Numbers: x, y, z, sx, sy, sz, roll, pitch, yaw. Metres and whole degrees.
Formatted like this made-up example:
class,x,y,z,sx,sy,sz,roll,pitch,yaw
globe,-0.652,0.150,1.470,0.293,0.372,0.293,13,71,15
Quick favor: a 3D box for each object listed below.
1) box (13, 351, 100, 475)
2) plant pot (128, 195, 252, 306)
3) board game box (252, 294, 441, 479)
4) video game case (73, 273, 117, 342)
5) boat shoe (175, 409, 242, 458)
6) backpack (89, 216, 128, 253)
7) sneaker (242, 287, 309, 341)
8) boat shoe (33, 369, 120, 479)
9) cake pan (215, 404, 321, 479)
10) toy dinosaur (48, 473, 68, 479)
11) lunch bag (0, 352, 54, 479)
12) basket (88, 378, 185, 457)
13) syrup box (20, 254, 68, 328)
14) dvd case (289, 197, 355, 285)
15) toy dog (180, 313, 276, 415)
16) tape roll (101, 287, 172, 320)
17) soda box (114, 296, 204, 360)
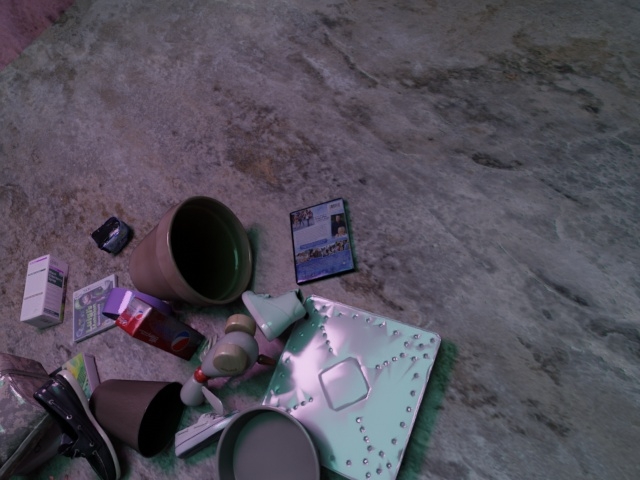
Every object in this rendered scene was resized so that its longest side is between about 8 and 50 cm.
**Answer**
class,x,y,z,sx,sy,sz,roll,pitch,yaw
box,-0.821,0.529,1.542,0.322,0.058,0.232,-34,57,1
plant pot,-0.415,0.059,1.503,0.280,0.323,0.323,-17,58,31
board game box,0.066,0.369,1.276,0.389,0.050,0.390,14,70,28
video game case,-0.763,0.228,1.697,0.173,0.022,0.190,-24,58,9
boat shoe,-0.300,0.497,1.335,0.226,0.083,0.076,-30,58,6
backpack,-0.738,-0.021,1.780,0.114,0.084,0.105,-48,56,-3
sneaker,-0.124,0.181,1.406,0.151,0.094,0.256,-32,26,-13
boat shoe,-0.660,0.524,1.347,0.127,0.113,0.340,-12,102,40
cake pan,-0.123,0.549,1.214,0.293,0.054,0.293,-5,78,25
toy dinosaur,-0.809,0.727,1.377,0.295,0.127,0.200,7,66,15
lunch bag,-0.900,0.518,1.420,0.256,0.212,0.305,34,81,33
basket,-0.523,0.475,1.400,0.226,0.154,0.204,3,54,27
syrup box,-0.968,0.178,1.762,0.096,0.093,0.237,-18,59,13
dvd case,0.000,0.000,1.513,0.180,0.022,0.253,-16,59,15
toy dog,-0.238,0.346,1.334,0.161,0.333,0.220,32,53,-12
tape roll,-0.555,0.214,1.522,0.188,0.189,0.080,5,66,24
soda box,-0.446,0.254,1.412,0.083,0.263,0.092,25,74,31
